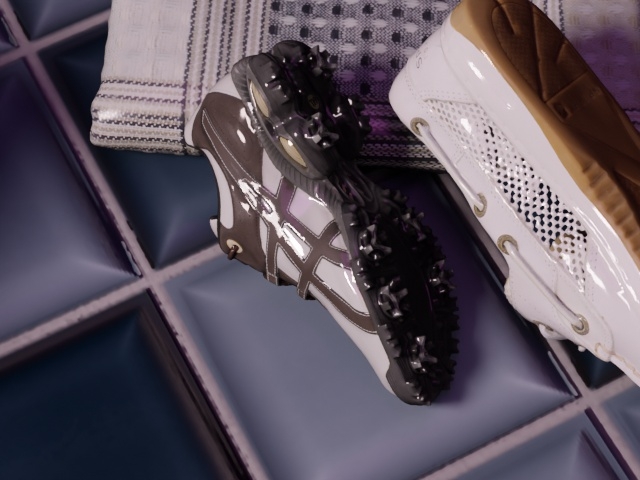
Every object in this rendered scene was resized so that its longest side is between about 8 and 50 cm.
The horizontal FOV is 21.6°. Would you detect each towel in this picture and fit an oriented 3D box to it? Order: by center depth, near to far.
[{"bbox_3d":[0.042,-0.184,0.962,0.312,0.056,0.324,4,61,3],"label":"towel"}]

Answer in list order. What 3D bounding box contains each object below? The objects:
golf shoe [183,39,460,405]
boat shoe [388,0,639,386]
[{"bbox_3d":[0.000,0.000,0.858,0.077,0.094,0.198,-18,81,-56],"label":"golf shoe"},{"bbox_3d":[0.137,0.007,0.841,0.098,0.096,0.277,-25,78,-51],"label":"boat shoe"}]
